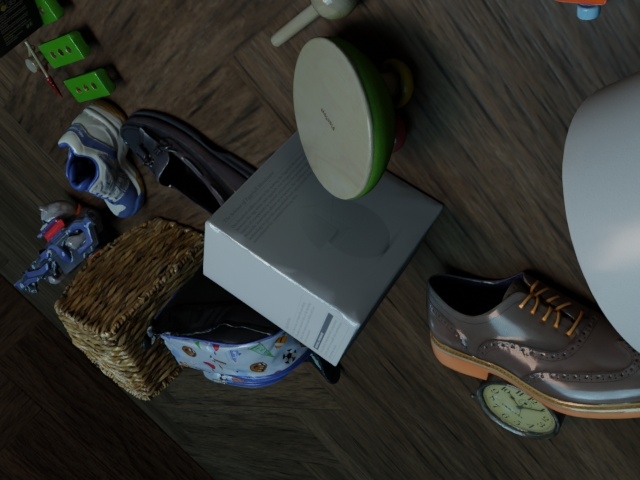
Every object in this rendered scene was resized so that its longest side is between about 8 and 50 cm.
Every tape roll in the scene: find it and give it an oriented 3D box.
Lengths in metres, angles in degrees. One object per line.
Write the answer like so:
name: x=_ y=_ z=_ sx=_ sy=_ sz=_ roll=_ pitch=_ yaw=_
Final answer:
tape roll: x=0.324 y=-0.033 z=0.474 sx=0.246 sy=0.246 sz=0.169 roll=48 pitch=148 yaw=-13

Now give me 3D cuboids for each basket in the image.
basket: x=-0.354 y=0.131 z=1.323 sx=0.213 sy=0.299 sz=0.223 roll=17 pitch=141 yaw=33

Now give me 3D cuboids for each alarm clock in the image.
alarm clock: x=0.315 y=0.232 z=0.979 sx=0.129 sy=0.064 sz=0.192 roll=37 pitch=150 yaw=6

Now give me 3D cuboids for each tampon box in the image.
tampon box: x=-0.512 y=-0.372 z=0.952 sx=0.120 sy=0.101 sz=0.161 roll=16 pitch=141 yaw=15

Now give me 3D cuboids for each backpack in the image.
backpack: x=-0.123 y=0.136 z=1.146 sx=0.263 sy=0.276 sz=0.213 roll=2 pitch=137 yaw=36

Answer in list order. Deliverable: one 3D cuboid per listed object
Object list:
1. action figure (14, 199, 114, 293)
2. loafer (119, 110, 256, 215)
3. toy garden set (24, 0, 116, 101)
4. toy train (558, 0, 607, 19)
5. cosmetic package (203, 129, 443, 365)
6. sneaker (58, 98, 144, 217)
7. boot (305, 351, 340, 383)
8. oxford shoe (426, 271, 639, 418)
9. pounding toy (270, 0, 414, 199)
action figure: x=-0.567 y=0.048 z=1.571 sx=0.341 sy=0.178 sz=0.330 roll=-25 pitch=108 yaw=29
loafer: x=-0.227 y=-0.120 z=1.076 sx=0.302 sy=0.095 sz=0.109 roll=29 pitch=146 yaw=17
toy garden set: x=-0.461 y=-0.348 z=1.087 sx=0.204 sy=0.049 sz=0.244 roll=2 pitch=133 yaw=42
toy train: x=0.189 y=-0.264 z=0.520 sx=0.125 sy=0.046 sz=0.166 roll=14 pitch=143 yaw=33
cosmetic package: x=0.000 y=0.000 z=0.866 sx=0.224 sy=0.224 sz=0.138 roll=34 pitch=147 yaw=9
sneaker: x=-0.426 y=-0.129 z=1.240 sx=0.112 sy=0.131 sz=0.296 roll=27 pitch=147 yaw=16
boot: x=-0.021 y=0.247 z=1.363 sx=0.099 sy=0.045 sz=0.121 roll=-12 pitch=115 yaw=49
oxford shoe: x=0.285 y=0.120 z=0.818 sx=0.363 sy=0.130 sz=0.133 roll=6 pitch=127 yaw=40
pounding toy: x=0.047 y=-0.172 z=0.749 sx=0.183 sy=0.110 sz=0.237 roll=-24 pitch=83 yaw=67
